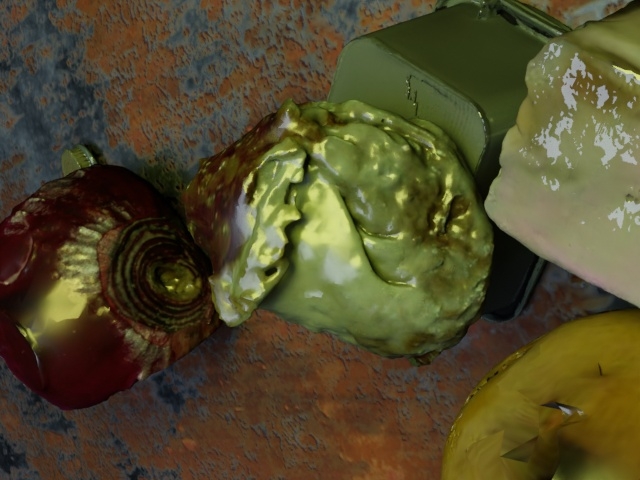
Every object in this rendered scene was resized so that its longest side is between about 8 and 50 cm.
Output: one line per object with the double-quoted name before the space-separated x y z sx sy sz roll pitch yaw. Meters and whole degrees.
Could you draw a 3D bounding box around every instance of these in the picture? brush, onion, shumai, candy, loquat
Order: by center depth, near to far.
"candy" 0.217 -0.047 0.562 0.195 0.184 0.137 31 130 30
"shumai" 0.004 0.004 0.626 0.184 0.142 0.184 21 120 42
"loquat" 0.186 0.157 0.626 0.235 0.235 0.235 19 118 41
"onion" -0.241 0.044 1.028 0.216 0.206 0.207 -17 105 51
"brush" -0.197 -0.038 1.105 0.266 0.027 0.062 29 133 36

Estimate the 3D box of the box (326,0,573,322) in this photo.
"box" 0.081 -0.045 0.729 0.163 0.135 0.243 40 130 28
